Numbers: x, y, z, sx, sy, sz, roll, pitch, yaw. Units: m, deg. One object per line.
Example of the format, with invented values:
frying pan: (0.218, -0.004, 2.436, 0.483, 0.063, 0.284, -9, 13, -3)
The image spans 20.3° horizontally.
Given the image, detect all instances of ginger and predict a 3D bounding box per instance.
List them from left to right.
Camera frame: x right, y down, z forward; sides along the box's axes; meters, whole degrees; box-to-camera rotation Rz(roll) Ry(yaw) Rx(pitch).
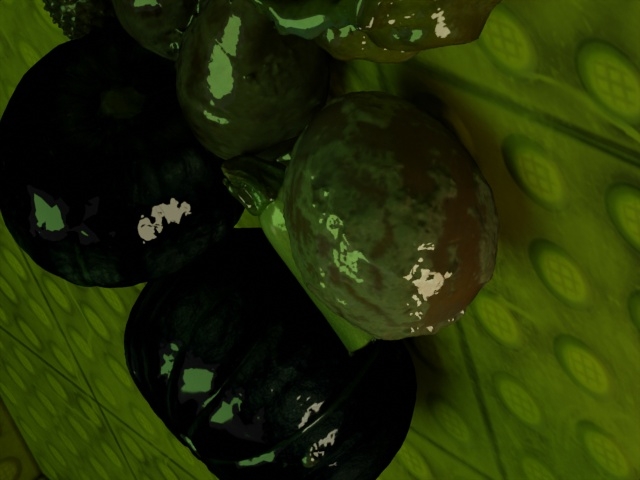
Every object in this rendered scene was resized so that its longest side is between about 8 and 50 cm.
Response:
ginger: (-0.115, -0.229, 1.824, 0.304, 0.155, 0.244, 54, 167, 18)

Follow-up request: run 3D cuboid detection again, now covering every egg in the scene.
egg: (0.065, -0.025, 1.695, 0.203, 0.203, 0.245, 4, 118, 62)

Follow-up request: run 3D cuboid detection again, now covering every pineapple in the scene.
pineapple: (-0.256, -0.257, 2.113, 0.125, 0.125, 0.251, 39, 164, 29)

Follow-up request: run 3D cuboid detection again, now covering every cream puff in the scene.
cream puff: (0.016, -0.252, 1.456, 0.282, 0.185, 0.282, 43, 160, 19)

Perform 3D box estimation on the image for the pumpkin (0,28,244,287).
pumpkin: (-0.218, -0.087, 1.999, 0.315, 0.315, 0.238, 38, 154, 31)

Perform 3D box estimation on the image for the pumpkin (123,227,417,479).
pumpkin: (-0.060, 0.153, 2.101, 0.363, 0.266, 0.363, 40, 167, 11)

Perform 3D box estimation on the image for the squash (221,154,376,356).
squash: (0.015, -0.005, 1.841, 0.137, 0.137, 0.287, 23, 157, 51)
